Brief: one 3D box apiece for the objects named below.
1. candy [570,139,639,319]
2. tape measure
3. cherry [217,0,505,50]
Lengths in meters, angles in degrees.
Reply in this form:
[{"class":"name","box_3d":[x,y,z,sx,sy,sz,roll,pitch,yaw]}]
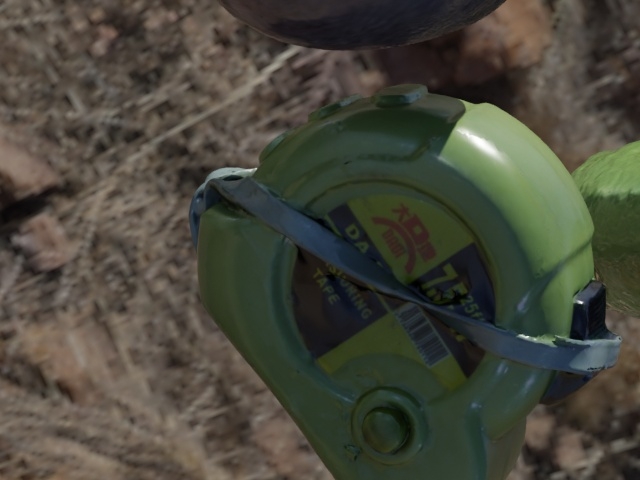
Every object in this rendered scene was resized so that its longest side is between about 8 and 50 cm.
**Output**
[{"class":"candy","box_3d":[0.241,0.003,1.081,0.142,0.343,0.132,-23,98,-13]},{"class":"tape measure","box_3d":[0.039,0.020,0.864,0.200,0.175,0.106,51,23,6]},{"class":"cherry","box_3d":[0.027,-0.155,0.785,0.176,0.176,0.140,-17,59,-47]}]
